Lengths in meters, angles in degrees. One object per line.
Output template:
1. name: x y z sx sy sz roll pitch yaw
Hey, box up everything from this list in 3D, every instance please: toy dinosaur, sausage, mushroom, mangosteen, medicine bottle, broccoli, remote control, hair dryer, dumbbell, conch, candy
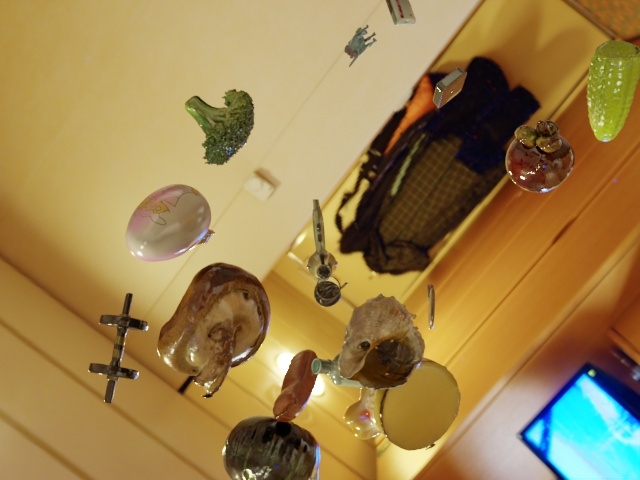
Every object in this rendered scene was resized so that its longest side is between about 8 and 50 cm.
1. toy dinosaur: 0.098 -0.495 1.694 0.045 0.080 0.197 40 -143 -25
2. sausage: -0.068 0.445 2.078 0.094 0.097 0.348 47 -158 -10
3. mushroom: -0.270 0.246 1.861 0.259 0.345 0.345 32 -176 43
4. mangosteen: 0.698 -0.281 2.154 0.215 0.215 0.257 49 167 44
5. medicine bottle: 0.073 0.343 1.791 0.208 0.090 0.053 13 -177 -34
6. broccoli: -0.275 -0.318 1.796 0.194 0.220 0.194 38 -177 -3
7. remote control: 0.196 -0.634 1.742 0.029 0.065 0.166 133 124 -63
8. hair dryer: 0.004 0.025 1.847 0.088 0.225 0.219 -6 -154 -3
9. dumbbell: -0.598 0.316 1.995 0.143 0.325 0.143 8 167 2
10. conch: 0.123 0.227 1.420 0.178 0.163 0.245 27 -139 20
11. candy: 0.579 -0.290 1.340 0.097 0.096 0.209 51 158 47

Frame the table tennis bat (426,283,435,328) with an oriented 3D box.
1. table tennis bat: 0.352 0.173 1.833 0.119 0.107 0.170 3 -153 5

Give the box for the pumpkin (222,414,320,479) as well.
1. pumpkin: -0.157 0.676 2.072 0.315 0.238 0.315 15 155 7

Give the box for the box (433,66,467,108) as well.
1. box: 0.350 -0.417 1.837 0.031 0.091 0.126 50 176 11

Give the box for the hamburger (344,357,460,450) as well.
1. hamburger: 0.227 0.461 1.914 0.261 0.303 0.186 51 161 -21

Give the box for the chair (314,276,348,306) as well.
1. chair: 0.022 0.167 2.215 0.104 0.095 0.221 29 170 6

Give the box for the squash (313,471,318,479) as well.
1. squash: -0.063 0.874 2.333 0.118 0.118 0.370 30 -137 -38

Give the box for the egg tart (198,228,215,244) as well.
1. egg tart: -0.387 -0.009 2.084 0.129 0.129 0.049 4 -100 -71

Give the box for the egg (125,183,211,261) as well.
1. egg: -0.424 -0.049 1.870 0.196 0.196 0.271 42 -140 18

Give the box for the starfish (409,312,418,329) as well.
1. starfish: 0.198 0.274 1.713 0.053 0.210 0.150 22 -128 9
